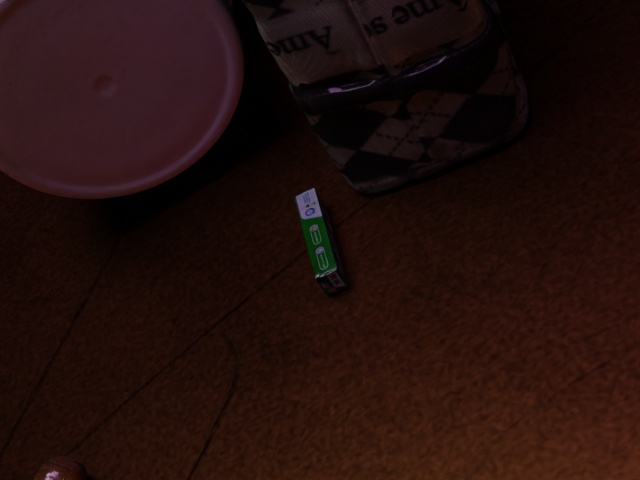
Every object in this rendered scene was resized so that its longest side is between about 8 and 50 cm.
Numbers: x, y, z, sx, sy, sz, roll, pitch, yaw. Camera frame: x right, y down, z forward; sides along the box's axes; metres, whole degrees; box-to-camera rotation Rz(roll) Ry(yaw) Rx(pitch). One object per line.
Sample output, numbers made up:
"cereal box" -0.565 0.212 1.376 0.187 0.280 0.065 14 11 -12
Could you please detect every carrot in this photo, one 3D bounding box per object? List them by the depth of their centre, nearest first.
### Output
"carrot" -0.174 0.175 0.905 0.032 0.032 0.093 6 58 39

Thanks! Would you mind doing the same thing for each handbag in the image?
"handbag" -0.002 -0.284 0.939 0.180 0.416 0.316 -16 40 17

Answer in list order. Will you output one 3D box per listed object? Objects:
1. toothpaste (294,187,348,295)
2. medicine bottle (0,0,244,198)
"toothpaste" 0.000 0.000 0.955 0.017 0.020 0.083 -26 41 9
"medicine bottle" -0.184 -0.196 1.104 0.241 0.241 0.302 -31 41 7
